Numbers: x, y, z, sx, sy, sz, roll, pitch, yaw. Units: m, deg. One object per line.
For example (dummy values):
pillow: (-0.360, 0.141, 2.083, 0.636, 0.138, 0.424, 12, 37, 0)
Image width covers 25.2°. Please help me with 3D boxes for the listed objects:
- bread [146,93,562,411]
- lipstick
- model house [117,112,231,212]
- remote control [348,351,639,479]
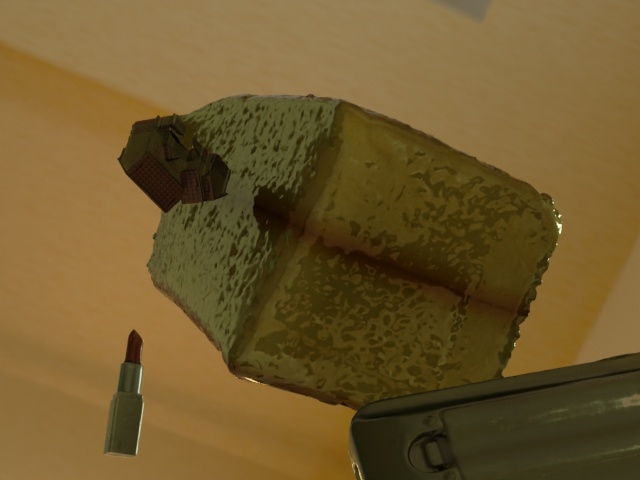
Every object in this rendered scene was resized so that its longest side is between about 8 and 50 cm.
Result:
bread: (0.000, 0.000, 1.282, 0.233, 0.245, 0.361, -68, -155, 2)
lipstick: (-0.194, 0.153, 1.450, 0.030, 0.030, 0.129, 149, -51, -67)
model house: (-0.120, -0.055, 1.169, 0.057, 0.083, 0.058, -6, -127, 29)
remote control: (0.191, 0.132, 0.942, 0.066, 0.335, 0.128, 91, -14, -46)
